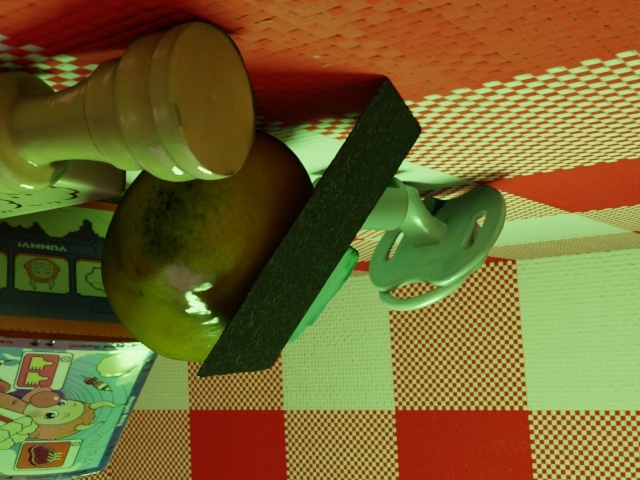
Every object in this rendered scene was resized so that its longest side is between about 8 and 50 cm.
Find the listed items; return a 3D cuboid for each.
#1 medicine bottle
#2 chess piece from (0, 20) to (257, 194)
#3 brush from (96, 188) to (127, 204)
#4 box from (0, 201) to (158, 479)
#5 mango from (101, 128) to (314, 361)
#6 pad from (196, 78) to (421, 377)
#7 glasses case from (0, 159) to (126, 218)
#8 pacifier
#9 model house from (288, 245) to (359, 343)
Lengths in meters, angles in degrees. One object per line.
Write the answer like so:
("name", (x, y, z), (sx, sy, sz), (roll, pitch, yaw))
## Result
("medicine bottle", (0.053, -0.055, 1.207), (0.130, 0.080, 0.080), (2, 172, -32))
("chess piece", (-0.251, -0.089, 0.693), (0.397, 0.117, 0.117), (-4, 173, 25))
("brush", (-0.316, -0.052, 1.238), (0.282, 0.048, 0.054), (1, 168, -23))
("box", (-0.418, 0.139, 1.180), (0.318, 0.257, 0.349), (7, 135, -27))
("mango", (-0.119, 0.002, 0.921), (0.221, 0.264, 0.378), (41, 169, 5))
("pad", (0.000, 0.000, 0.875), (0.004, 0.330, 0.220), (33, -177, 16))
("glasses case", (-0.370, -0.071, 0.902), (0.336, 0.076, 0.144), (-7, 172, 33))
("pacifier", (0.149, -0.018, 1.337), (0.207, 0.227, 0.279), (46, 148, -23))
("model house", (-0.109, 0.029, 1.532), (0.248, 0.230, 0.280), (38, -178, 17))
